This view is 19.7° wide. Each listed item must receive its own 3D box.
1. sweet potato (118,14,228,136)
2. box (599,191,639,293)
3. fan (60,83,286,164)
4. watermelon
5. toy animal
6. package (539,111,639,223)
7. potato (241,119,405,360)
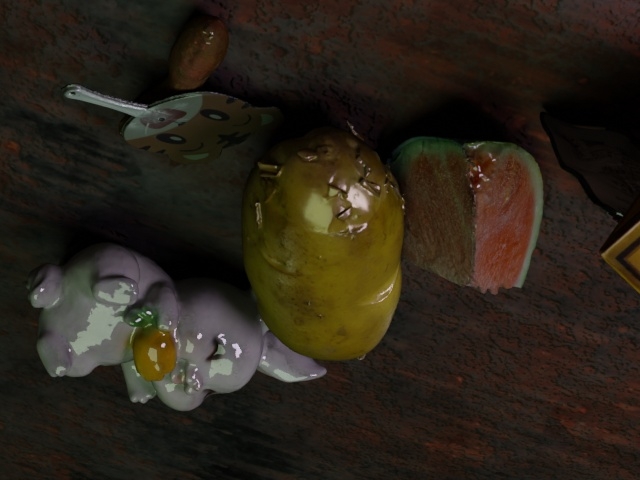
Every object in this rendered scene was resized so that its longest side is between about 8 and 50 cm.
[{"bbox_3d":[-0.138,-0.157,1.775,0.050,0.050,0.214,22,147,-18],"label":"sweet potato"},{"bbox_3d":[0.382,-0.015,1.614,0.193,0.301,0.084,44,130,-1],"label":"box"},{"bbox_3d":[-0.154,-0.121,1.793,0.226,0.008,0.152,15,151,-41],"label":"fan"},{"bbox_3d":[0.131,-0.047,1.842,0.146,0.128,0.231,25,138,29],"label":"watermelon"},{"bbox_3d":[-0.155,0.088,2.013,0.325,0.154,0.208,-7,123,-15],"label":"toy animal"},{"bbox_3d":[0.293,-0.045,1.716,0.166,0.232,0.040,20,113,-22],"label":"package"},{"bbox_3d":[0.000,0.000,1.859,0.173,0.140,0.300,24,143,22],"label":"potato"}]
